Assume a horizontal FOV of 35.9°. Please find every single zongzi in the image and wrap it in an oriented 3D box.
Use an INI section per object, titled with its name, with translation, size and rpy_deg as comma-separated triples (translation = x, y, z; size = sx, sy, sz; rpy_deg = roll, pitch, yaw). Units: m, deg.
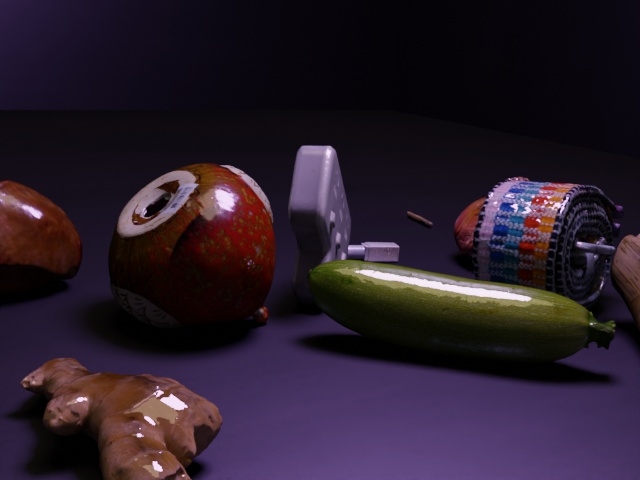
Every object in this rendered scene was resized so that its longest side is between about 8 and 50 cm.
[zongzi]
translation = 0.445, 0.090, 1.351
size = 0.256, 0.115, 0.228
rpy_deg = -13, 39, -34

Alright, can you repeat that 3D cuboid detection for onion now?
[onion]
translation = 0.350, -0.031, 1.753
size = 0.229, 0.163, 0.230
rpy_deg = 5, 5, 0

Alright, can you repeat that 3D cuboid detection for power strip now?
[power strip]
translation = 0.001, 0.000, 1.454
size = 0.059, 0.194, 0.265
rpy_deg = 4, -23, 10

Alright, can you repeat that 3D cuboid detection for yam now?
[yam]
translation = 0.208, -0.044, 2.077
size = 0.014, 0.014, 0.107
rpy_deg = -1, 14, -22

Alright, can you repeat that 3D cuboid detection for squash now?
[squash]
translation = 0.175, 0.096, 1.269
size = 0.394, 0.107, 0.107
rpy_deg = 8, 14, 8

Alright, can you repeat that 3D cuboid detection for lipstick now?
[lipstick]
translation = 0.071, 0.020, 1.721
size = 0.129, 0.030, 0.030
rpy_deg = 1, 14, -17

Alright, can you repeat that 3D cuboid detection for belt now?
[belt]
translation = 0.353, 0.015, 1.478
size = 0.160, 0.207, 0.295
rpy_deg = 9, -2, 33

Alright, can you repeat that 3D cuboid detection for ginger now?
[ginger]
translation = -0.193, 0.165, 0.933
size = 0.148, 0.081, 0.333
rpy_deg = -25, 27, -34

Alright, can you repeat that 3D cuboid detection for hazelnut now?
[hazelnut]
translation = -0.432, 0.006, 1.392
size = 0.170, 0.160, 0.201
rpy_deg = 35, -6, 43

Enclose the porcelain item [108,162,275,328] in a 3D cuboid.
[porcelain item]
translation = -0.152, 0.029, 1.318
size = 0.252, 0.253, 0.253
rpy_deg = 4, 13, -1
